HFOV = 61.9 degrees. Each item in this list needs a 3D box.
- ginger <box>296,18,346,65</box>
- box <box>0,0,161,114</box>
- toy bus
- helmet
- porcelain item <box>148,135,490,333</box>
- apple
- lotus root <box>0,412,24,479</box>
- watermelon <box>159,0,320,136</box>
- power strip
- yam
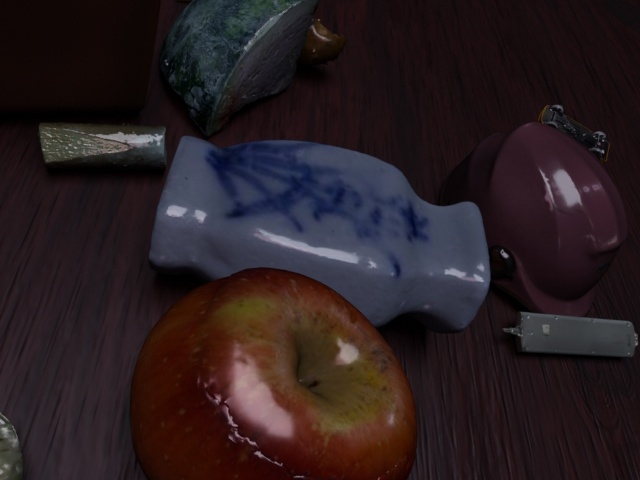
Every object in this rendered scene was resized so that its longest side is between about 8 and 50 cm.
[{"bbox_3d":[-0.079,-0.443,1.046,0.133,0.107,0.309,-28,65,-21],"label":"ginger"},{"bbox_3d":[-0.353,-0.351,0.715,0.230,0.339,0.239,-4,57,-28],"label":"box"},{"bbox_3d":[0.530,-0.217,1.141,0.162,0.074,0.069,32,57,0],"label":"toy bus"},{"bbox_3d":[0.374,-0.052,0.878,0.271,0.197,0.338,-14,60,-33],"label":"helmet"},{"bbox_3d":[0.000,0.000,0.696,0.405,0.178,0.242,12,52,-10],"label":"porcelain item"},{"bbox_3d":[-0.047,0.164,0.515,0.272,0.206,0.251,26,35,-22],"label":"apple"},{"bbox_3d":[-0.365,0.217,0.453,0.204,0.078,0.183,37,38,2],"label":"lotus root"},{"bbox_3d":[-0.152,-0.323,0.931,0.290,0.214,0.319,23,84,36],"label":"watermelon"},{"bbox_3d":[0.383,0.147,0.824,0.253,0.027,0.060,7,79,-17],"label":"power strip"},{"bbox_3d":[-0.297,-0.131,0.744,0.170,0.068,0.068,-3,56,-24],"label":"yam"}]
